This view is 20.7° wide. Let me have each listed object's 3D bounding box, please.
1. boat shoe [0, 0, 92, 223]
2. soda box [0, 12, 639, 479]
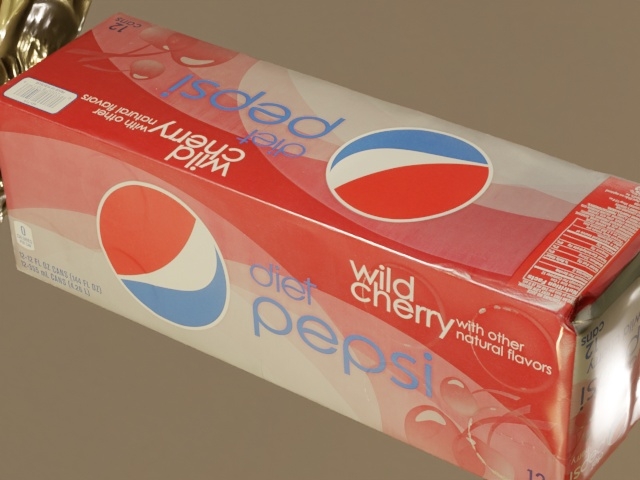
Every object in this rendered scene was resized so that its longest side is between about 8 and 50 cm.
[{"bbox_3d":[-0.156,-0.075,0.791,0.064,0.060,0.178,46,-120,-63],"label":"boat shoe"},{"bbox_3d":[0.000,0.000,0.665,0.083,0.263,0.092,-40,-40,-40],"label":"soda box"}]
